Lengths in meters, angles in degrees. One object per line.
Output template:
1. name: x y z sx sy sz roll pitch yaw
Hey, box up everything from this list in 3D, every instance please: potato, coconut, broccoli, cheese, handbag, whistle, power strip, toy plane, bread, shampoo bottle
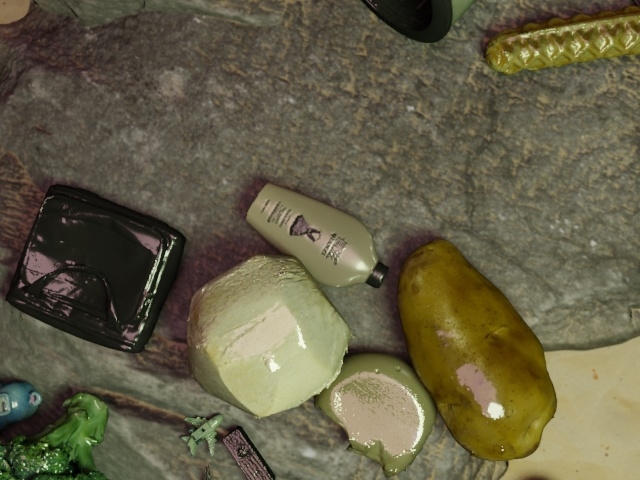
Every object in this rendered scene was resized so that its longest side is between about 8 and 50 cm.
1. potato: 0.242 0.170 1.142 0.195 0.176 0.369 -29 78 7
2. coconut: -0.092 0.155 1.126 0.247 0.245 0.245 -37 83 -1
3. broccoli: -0.437 0.375 1.155 0.269 0.270 0.270 17 51 6
4. cheese: 0.085 0.267 1.182 0.202 0.091 0.175 31 88 8
5. handbag: -0.391 0.049 1.247 0.275 0.088 0.244 22 90 5
6. whistle: -0.606 0.294 1.241 0.269 0.093 0.180 -10 83 10
7. power strip: -0.121 0.369 1.218 0.038 0.029 0.111 -37 83 1
8. toy plane: -0.199 0.325 1.226 0.083 0.033 0.080 -42 68 -1
9. bread: 0.463 -0.344 1.219 0.367 0.084 0.077 -9 127 5
10. shampoo bottle: 0.000 0.000 1.219 0.256 0.078 0.127 31 87 6

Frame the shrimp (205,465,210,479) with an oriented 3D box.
1. shrimp: -0.189 0.472 1.196 0.073 0.074 0.190 -9 71 36

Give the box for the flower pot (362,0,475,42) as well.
1. flower pot: 0.203 -0.539 1.156 0.293 0.293 0.330 44 84 7
